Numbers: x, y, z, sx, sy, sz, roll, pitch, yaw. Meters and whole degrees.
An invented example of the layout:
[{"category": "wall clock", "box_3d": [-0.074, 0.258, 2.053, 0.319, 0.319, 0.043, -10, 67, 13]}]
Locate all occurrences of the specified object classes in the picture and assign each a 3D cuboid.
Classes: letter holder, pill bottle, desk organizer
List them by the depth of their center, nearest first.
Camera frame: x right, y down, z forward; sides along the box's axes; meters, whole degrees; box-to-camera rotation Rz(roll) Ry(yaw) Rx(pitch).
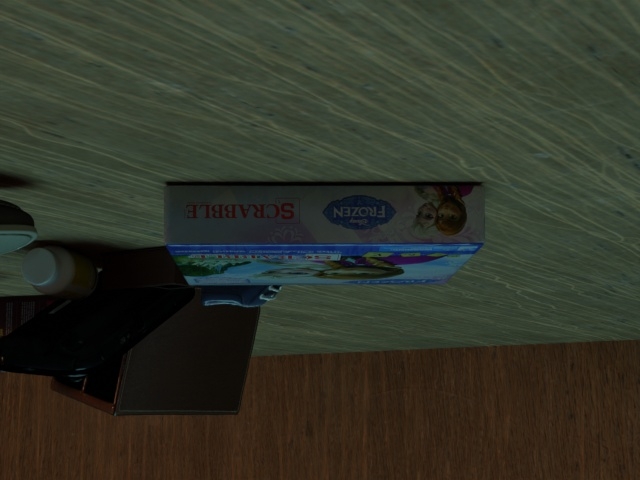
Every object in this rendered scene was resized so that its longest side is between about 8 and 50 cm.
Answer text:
[{"category": "pill bottle", "box_3d": [-0.339, 0.041, 1.662, 0.065, 0.065, 0.116, -2, 171, 13]}, {"category": "desk organizer", "box_3d": [-0.229, 0.040, 1.702, 0.130, 0.050, 0.047, -6, 169, 33]}, {"category": "letter holder", "box_3d": [-0.260, 0.163, 2.102, 0.152, 0.214, 0.302, 15, -177, 36]}]

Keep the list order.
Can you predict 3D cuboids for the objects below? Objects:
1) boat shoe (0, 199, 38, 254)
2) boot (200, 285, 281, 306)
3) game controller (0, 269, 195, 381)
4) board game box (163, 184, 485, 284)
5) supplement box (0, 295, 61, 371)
[{"category": "boat shoe", "box_3d": [-0.425, -0.029, 1.180, 0.335, 0.095, 0.112, -4, 165, -33]}, {"category": "boot", "box_3d": [-0.057, 0.041, 1.605, 0.190, 0.086, 0.069, 0, 171, -1]}, {"category": "game controller", "box_3d": [-0.299, 0.106, 1.726, 0.166, 0.067, 0.319, -6, -165, 24]}, {"category": "board game box", "box_3d": [0.000, 0.000, 1.410, 0.319, 0.066, 0.318, 0, 171, -1]}, {"category": "supplement box", "box_3d": [-0.447, 0.161, 2.212, 0.239, 0.130, 0.073, -2, 171, 17]}]
